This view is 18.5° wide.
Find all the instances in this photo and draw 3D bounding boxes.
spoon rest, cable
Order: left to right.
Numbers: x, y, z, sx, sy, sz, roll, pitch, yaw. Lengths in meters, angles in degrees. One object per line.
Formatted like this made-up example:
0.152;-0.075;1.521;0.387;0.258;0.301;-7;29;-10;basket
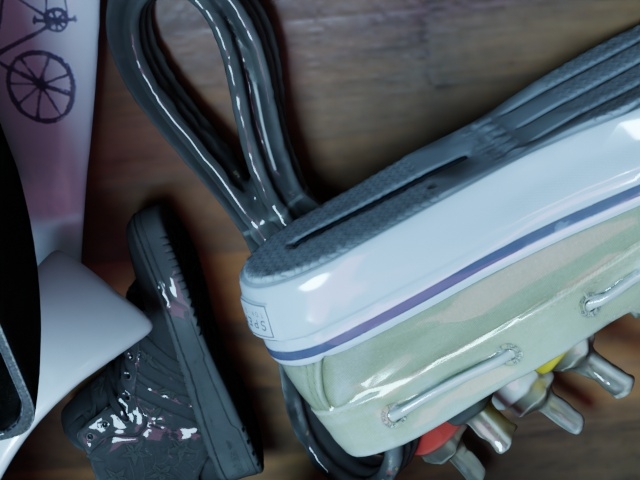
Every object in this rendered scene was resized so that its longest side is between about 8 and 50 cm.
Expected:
-0.164;0.128;0.889;0.137;0.084;0.276;37;127;11;spoon rest
0.000;0.000;0.873;0.139;0.072;0.287;-38;95;33;cable

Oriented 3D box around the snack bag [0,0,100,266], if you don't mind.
-0.261;-0.111;0.837;0.342;0.037;0.323;8;116;1;snack bag

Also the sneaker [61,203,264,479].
-0.083;0.070;0.899;0.089;0.051;0.170;-16;116;8;sneaker

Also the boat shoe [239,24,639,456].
0.116;-0.016;0.798;0.302;0.109;0.094;-26;110;4;boat shoe

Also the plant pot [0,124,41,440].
-0.208;-0.029;0.761;0.188;0.167;0.187;-12;115;11;plant pot
